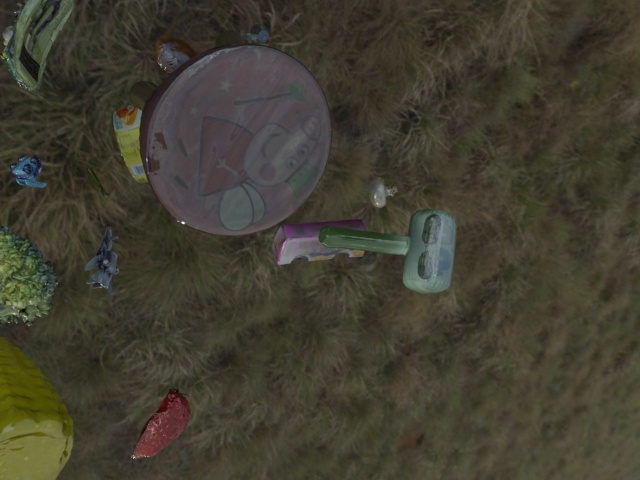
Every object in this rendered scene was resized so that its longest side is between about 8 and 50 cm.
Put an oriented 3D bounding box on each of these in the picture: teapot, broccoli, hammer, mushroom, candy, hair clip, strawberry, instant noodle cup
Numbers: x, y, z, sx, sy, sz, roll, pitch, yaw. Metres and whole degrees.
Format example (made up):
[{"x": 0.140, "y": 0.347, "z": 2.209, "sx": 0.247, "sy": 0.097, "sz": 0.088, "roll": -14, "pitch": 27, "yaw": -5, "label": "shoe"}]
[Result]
[{"x": -0.227, "y": -0.746, "z": 1.929, "sx": 0.088, "sy": 0.057, "sz": 0.066, "roll": -20, "pitch": 128, "yaw": -24, "label": "teapot"}, {"x": -0.646, "y": 0.103, "z": 1.028, "sx": 0.243, "sy": 0.263, "sz": 0.247, "roll": -42, "pitch": 150, "yaw": -45, "label": "broccoli"}, {"x": 0.159, "y": 0.013, "z": 1.305, "sx": 0.119, "sy": 0.335, "sz": 0.207, "roll": 60, "pitch": 39, "yaw": -70, "label": "hammer"}, {"x": 0.174, "y": -0.133, "z": 1.467, "sx": 0.079, "sy": 0.085, "sz": 0.085, "roll": -2, "pitch": 134, "yaw": 1, "label": "mushroom"}, {"x": -0.296, "y": 0.140, "z": 0.474, "sx": 0.106, "sy": 0.199, "sz": 0.094, "roll": 26, "pitch": 96, "yaw": -48, "label": "candy"}, {"x": -0.713, "y": -0.526, "z": 1.313, "sx": 0.091, "sy": 0.321, "sz": 0.138, "roll": 10, "pitch": 157, "yaw": 1, "label": "hair clip"}, {"x": -0.367, "y": -0.475, "z": 1.370, "sx": 0.123, "sy": 0.123, "sz": 0.052, "roll": 4, "pitch": 158, "yaw": -44, "label": "mushroom"}, {"x": -0.352, "y": 0.418, "z": 1.191, "sx": 0.187, "sy": 0.082, "sz": 0.147, "roll": -54, "pitch": 164, "yaw": -55, "label": "strawberry"}, {"x": -0.428, "y": -0.279, "z": 1.449, "sx": 0.200, "sy": 0.264, "sz": 0.264, "roll": -17, "pitch": 138, "yaw": -3, "label": "instant noodle cup"}]

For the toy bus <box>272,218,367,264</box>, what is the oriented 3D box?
[{"x": 0.000, "y": 0.000, "z": 1.565, "sx": 0.273, "sy": 0.090, "sz": 0.112, "roll": -5, "pitch": 139, "yaw": -19, "label": "toy bus"}]

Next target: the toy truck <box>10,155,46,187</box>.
[{"x": -0.750, "y": -0.169, "z": 1.375, "sx": 0.073, "sy": 0.056, "sz": 0.090, "roll": -73, "pitch": 165, "yaw": -47, "label": "toy truck"}]

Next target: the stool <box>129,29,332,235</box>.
[{"x": -0.135, "y": -0.159, "z": 0.778, "sx": 0.272, "sy": 0.178, "sz": 0.272, "roll": -14, "pitch": 124, "yaw": -22, "label": "stool"}]

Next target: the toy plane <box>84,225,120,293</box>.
[{"x": -0.822, "y": 0.059, "z": 2.054, "sx": 0.088, "sy": 0.267, "sz": 0.212, "roll": -3, "pitch": 149, "yaw": 9, "label": "toy plane"}]

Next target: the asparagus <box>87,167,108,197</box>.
[{"x": -0.662, "y": -0.171, "z": 1.579, "sx": 0.015, "sy": 0.127, "sz": 0.018, "roll": -34, "pitch": 156, "yaw": -13, "label": "asparagus"}]
